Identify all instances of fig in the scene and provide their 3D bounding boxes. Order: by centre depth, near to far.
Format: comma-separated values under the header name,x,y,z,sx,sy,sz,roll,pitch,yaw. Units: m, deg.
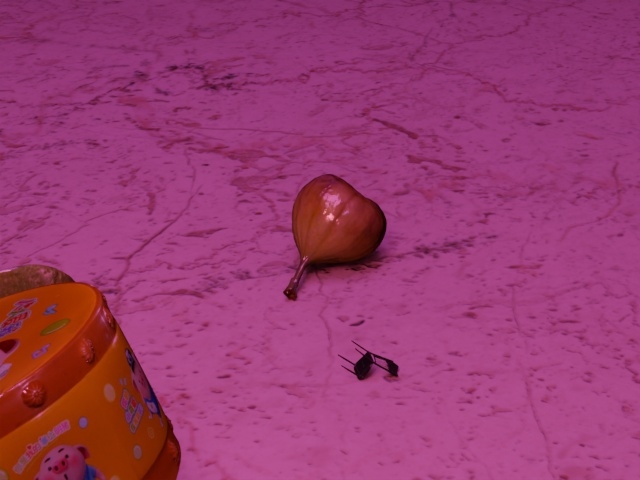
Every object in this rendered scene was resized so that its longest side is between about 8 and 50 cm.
name,x,y,z,sx,sy,sz,roll,pitch,yaw
fig,0.011,-0.012,2.000,0.160,0.143,0.231,41,35,-1

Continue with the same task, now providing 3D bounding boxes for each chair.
name,x,y,z,sx,sy,sz,roll,pitch,yaw
chair,0.068,0.181,1.767,0.086,0.042,0.037,29,20,-24

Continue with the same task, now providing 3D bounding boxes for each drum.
name,x,y,z,sx,sy,sz,roll,pitch,yaw
drum,-0.380,0.232,1.341,0.431,0.214,0.431,-22,18,7

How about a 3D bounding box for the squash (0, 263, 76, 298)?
name,x,y,z,sx,sy,sz,roll,pitch,yaw
squash,-0.420,0.107,1.667,0.189,0.260,0.189,-2,31,1
